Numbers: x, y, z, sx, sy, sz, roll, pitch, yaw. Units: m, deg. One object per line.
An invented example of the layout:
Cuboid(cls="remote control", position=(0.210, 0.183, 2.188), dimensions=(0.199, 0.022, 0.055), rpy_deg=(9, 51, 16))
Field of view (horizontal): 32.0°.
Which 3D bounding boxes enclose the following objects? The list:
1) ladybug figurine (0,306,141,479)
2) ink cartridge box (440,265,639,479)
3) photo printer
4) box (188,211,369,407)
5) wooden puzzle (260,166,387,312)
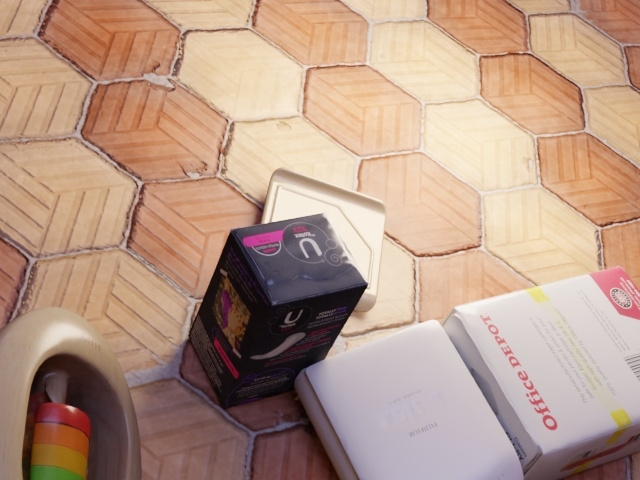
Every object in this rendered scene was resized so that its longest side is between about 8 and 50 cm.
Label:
Cuboid(cls="ladybug figurine", position=(-0.358, 0.295, 1.378), dimensions=(0.305, 0.161, 0.449), rpy_deg=(47, 30, -41))
Cuboid(cls="ink cartridge box", position=(0.396, 0.222, 1.823), dimensions=(0.384, 0.160, 0.279), rpy_deg=(-10, 55, -31))
Cuboid(cls="photo printer", position=(0.135, 0.291, 1.657), dimensions=(0.256, 0.107, 0.308), rpy_deg=(-18, 59, -18))
Cuboid(cls="box", position=(-0.069, 0.104, 1.642), dimensions=(0.165, 0.270, 0.143), rpy_deg=(-11, 57, -32))
Cuboid(cls="wooden puzzle", position=(0.000, 0.000, 1.930), dimensions=(0.220, 0.044, 0.239), rpy_deg=(18, 51, -9))
